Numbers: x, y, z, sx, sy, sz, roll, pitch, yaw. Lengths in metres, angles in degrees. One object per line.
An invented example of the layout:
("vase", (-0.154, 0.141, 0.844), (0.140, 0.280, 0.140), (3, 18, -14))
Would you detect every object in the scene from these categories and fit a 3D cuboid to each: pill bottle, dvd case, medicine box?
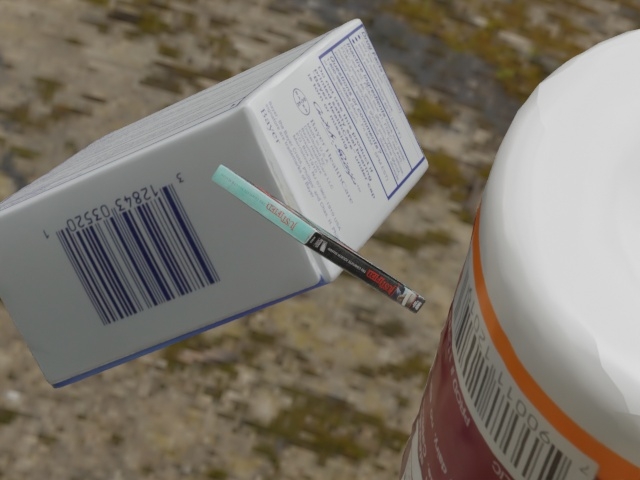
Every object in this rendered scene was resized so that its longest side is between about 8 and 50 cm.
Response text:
("pill bottle", (0.155, 0.104, 0.835), (0.224, 0.392, 0.224), (3, 55, -5))
("dvd case", (0.000, 0.000, 1.028), (0.087, 0.013, 0.119), (35, 3, 40))
("medicine box", (-0.087, -0.035, 1.440), (0.263, 0.149, 0.289), (-22, 10, 24))
